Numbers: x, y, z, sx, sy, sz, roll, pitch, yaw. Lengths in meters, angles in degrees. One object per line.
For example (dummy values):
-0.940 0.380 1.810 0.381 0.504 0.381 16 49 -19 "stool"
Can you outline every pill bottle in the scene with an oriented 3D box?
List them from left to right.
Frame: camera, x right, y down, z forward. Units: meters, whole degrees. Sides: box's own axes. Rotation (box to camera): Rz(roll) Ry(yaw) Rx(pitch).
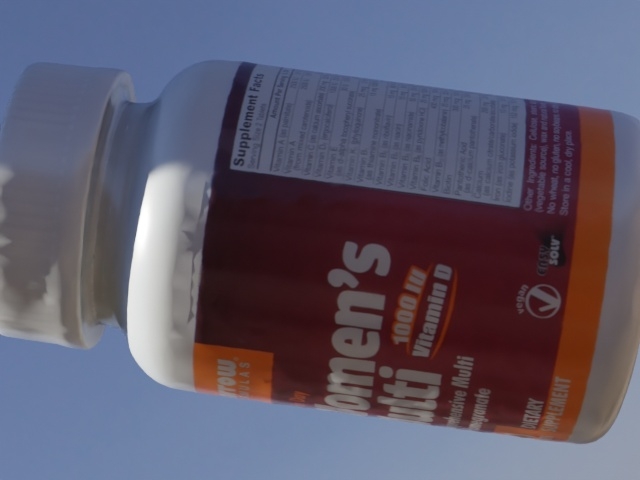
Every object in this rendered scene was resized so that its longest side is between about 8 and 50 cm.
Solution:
0.000 0.000 0.594 0.121 0.221 0.121 7 -90 -88 "pill bottle"
